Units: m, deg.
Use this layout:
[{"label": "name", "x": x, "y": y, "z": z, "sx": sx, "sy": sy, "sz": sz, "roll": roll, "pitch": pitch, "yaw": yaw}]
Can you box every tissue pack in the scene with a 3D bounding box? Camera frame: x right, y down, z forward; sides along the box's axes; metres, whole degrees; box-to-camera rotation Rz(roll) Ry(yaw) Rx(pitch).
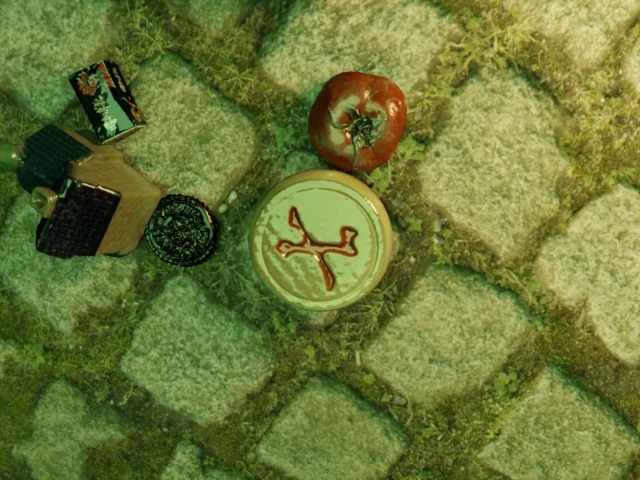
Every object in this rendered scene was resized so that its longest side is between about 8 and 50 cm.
[{"label": "tissue pack", "x": -0.497, "y": -0.323, "z": 1.247, "sx": 0.103, "sy": 0.090, "sz": 0.170, "roll": -25, "pitch": 100, "yaw": 7}]

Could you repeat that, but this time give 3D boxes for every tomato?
[{"label": "tomato", "x": 0.086, "y": -0.271, "z": 1.205, "sx": 0.237, "sy": 0.095, "sz": 0.236, "roll": 1, "pitch": 103, "yaw": 4}]

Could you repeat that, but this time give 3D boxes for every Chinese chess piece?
[{"label": "Chinese chess piece", "x": 0.000, "y": 0.000, "z": 1.251, "sx": 0.338, "sy": 0.140, "sz": 0.338, "roll": 1, "pitch": 104, "yaw": 5}]

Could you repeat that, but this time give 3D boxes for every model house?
[{"label": "model house", "x": -0.572, "y": -0.108, "z": 1.191, "sx": 0.298, "sy": 0.284, "sz": 0.243, "roll": 33, "pitch": 100, "yaw": 8}]

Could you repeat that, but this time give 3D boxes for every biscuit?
[{"label": "biscuit", "x": -0.344, "y": -0.023, "z": 1.322, "sx": 0.194, "sy": 0.053, "sz": 0.194, "roll": 1, "pitch": 102, "yaw": 6}]
